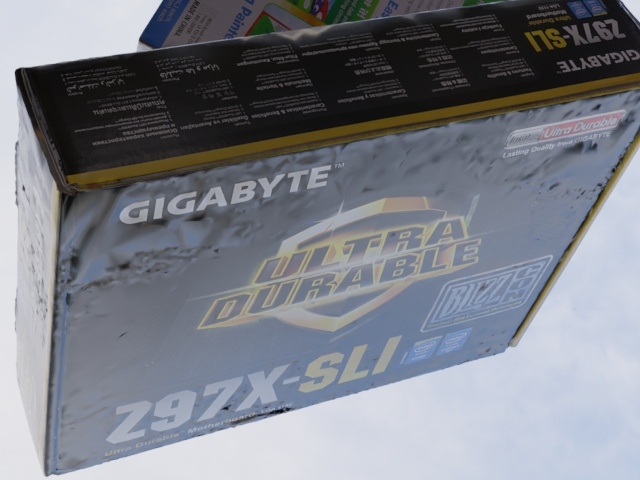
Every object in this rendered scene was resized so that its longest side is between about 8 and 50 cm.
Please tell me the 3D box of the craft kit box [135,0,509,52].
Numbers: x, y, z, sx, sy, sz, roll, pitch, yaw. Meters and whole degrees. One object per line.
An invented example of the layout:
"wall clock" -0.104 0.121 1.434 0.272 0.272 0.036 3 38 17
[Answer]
"craft kit box" 0.022 -0.180 0.888 0.246 0.061 0.250 28 -111 -2

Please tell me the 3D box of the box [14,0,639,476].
"box" 0.000 0.000 0.621 0.321 0.257 0.079 -12 -122 -24
